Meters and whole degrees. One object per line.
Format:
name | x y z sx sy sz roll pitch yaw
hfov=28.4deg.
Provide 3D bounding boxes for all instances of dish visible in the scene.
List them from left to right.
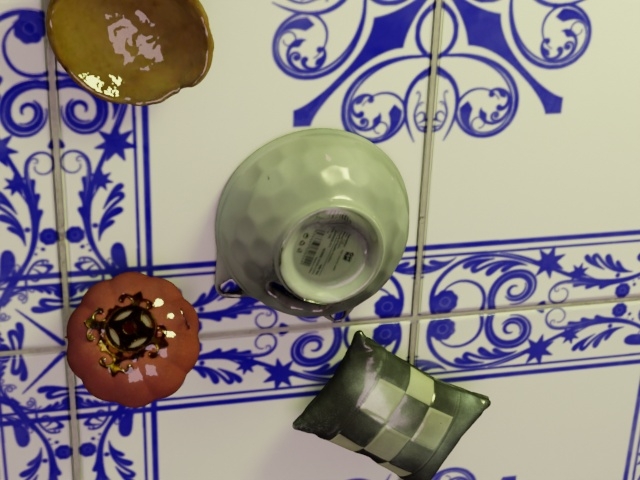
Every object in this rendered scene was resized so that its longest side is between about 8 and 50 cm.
dish | 0.000 0.000 1.697 0.303 0.120 0.303 -6 116 -12

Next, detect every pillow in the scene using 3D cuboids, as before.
pillow | 0.103 0.251 1.856 0.250 0.106 0.186 30 105 -21

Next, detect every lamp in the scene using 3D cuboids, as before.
lamp | -0.248 0.133 1.684 0.182 0.140 0.182 -1 75 2

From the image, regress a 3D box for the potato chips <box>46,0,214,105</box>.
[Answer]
potato chips | -0.230 -0.261 1.540 0.208 0.062 0.195 12 118 -21
